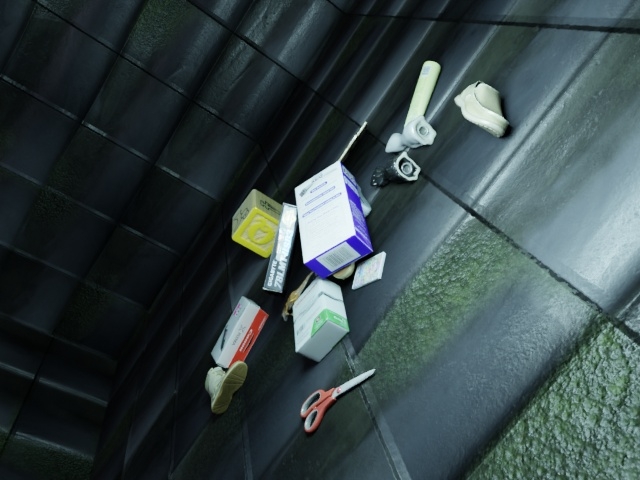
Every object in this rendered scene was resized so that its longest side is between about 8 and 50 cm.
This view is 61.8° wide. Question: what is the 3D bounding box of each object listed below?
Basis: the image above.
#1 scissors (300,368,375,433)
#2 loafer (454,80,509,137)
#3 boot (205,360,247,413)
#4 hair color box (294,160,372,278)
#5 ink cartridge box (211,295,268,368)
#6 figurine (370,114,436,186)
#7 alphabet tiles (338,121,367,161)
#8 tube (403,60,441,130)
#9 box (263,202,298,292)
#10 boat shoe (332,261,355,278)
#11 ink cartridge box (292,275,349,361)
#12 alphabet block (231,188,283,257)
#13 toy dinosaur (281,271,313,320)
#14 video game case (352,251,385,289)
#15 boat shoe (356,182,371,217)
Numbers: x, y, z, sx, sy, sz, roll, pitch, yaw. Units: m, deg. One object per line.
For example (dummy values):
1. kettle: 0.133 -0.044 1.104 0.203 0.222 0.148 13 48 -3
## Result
1. scissors: 0.038 0.388 1.386 0.297 0.021 0.109 -51 22 24
2. loafer: 0.422 -0.351 1.384 0.092 0.102 0.268 -56 21 24
3. boot: -0.355 0.507 1.973 0.213 0.077 0.165 -61 30 7
4. hair color box: 0.033 -0.069 1.649 0.185 0.110 0.339 -30 44 21
5. ink cartridge box: -0.325 0.375 2.118 0.275 0.060 0.239 -62 21 -5
6. figurine: 0.246 -0.272 1.685 0.215 0.092 0.209 -64 19 -13
7. alphabet tiles: 0.076 -0.297 2.019 0.342 0.011 0.285 -55 0 10
8. tube: 0.338 -0.479 1.784 0.070 0.062 0.240 49 -121 -67
9. box: -0.128 0.044 1.863 0.293 0.073 0.295 94 -173 -82
10. boat shoe: 0.067 0.031 1.702 0.104 0.089 0.285 -29 34 15
11. ink cartridge box: -0.004 0.228 1.584 0.153 0.087 0.208 -50 25 24
12. alphabet block: -0.268 -0.077 2.375 0.192 0.193 0.197 -52 24 21
13. toy dinosaur: -0.083 0.190 1.830 0.211 0.064 0.112 -54 22 12
14. video game case: 0.140 0.089 1.552 0.122 0.011 0.087 -31 36 50
15. boat shoe: 0.085 -0.151 1.838 0.094 0.109 0.302 -50 27 17
